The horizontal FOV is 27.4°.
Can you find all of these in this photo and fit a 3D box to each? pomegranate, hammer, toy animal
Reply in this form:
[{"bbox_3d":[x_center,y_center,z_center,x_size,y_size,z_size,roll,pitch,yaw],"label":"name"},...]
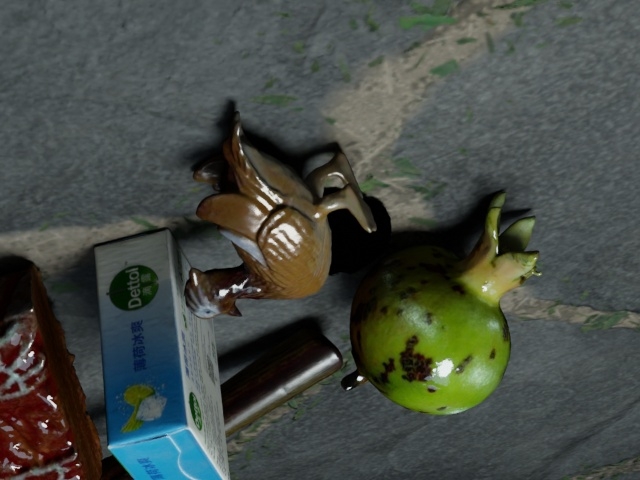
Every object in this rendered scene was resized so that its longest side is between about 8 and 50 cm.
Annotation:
[{"bbox_3d":[0.108,0.056,1.163,0.156,0.156,0.220,7,126,-24],"label":"pomegranate"},{"bbox_3d":[-0.157,0.203,1.310,0.408,0.242,0.095,-36,109,8],"label":"hammer"},{"bbox_3d":[-0.056,-0.018,1.053,0.179,0.089,0.188,-27,126,11],"label":"toy animal"}]

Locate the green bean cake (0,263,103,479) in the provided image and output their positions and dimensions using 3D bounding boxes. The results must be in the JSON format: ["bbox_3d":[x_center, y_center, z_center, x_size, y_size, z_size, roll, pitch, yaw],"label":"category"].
[{"bbox_3d":[-0.279,0.152,1.181,0.198,0.097,0.233,-18,122,17],"label":"green bean cake"}]

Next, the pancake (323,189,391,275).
[{"bbox_3d":[0.002,-0.004,1.152,0.129,0.023,0.116,-1,146,-21],"label":"pancake"}]

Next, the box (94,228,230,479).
[{"bbox_3d":[-0.135,0.111,1.131,0.073,0.194,0.139,-13,147,6],"label":"box"}]
